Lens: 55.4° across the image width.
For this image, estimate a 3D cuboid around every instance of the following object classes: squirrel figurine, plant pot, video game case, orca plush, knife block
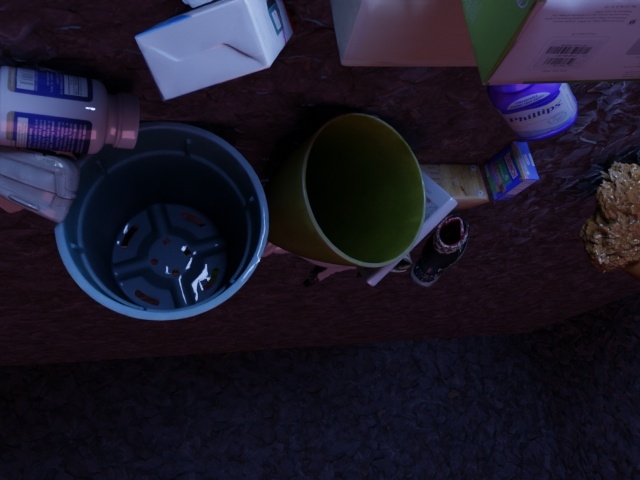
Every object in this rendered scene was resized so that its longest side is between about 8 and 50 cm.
[{"bbox_3d":[0.844,-0.069,1.456,0.397,0.280,0.370,-2,153,-24],"label":"squirrel figurine"},{"bbox_3d":[0.002,-0.069,1.178,0.275,0.274,0.294,6,168,-34],"label":"plant pot"},{"bbox_3d":[0.140,-0.044,1.224,0.227,0.206,0.026,-46,124,10],"label":"video game case"},{"bbox_3d":[0.067,0.032,1.639,0.287,0.102,0.151,-34,136,-13],"label":"orca plush"},{"bbox_3d":[-0.287,-0.001,1.153,0.342,0.340,0.334,-3,167,-12],"label":"plant pot"},{"bbox_3d":[0.213,-0.085,1.415,0.276,0.088,0.242,-2,160,-16],"label":"knife block"}]

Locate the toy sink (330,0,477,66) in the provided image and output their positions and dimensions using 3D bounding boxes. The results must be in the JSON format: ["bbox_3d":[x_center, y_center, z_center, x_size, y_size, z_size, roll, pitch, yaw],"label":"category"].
[{"bbox_3d":[0.137,-0.303,0.707,0.234,0.152,0.131,-3,159,-12],"label":"toy sink"}]

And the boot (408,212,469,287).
[{"bbox_3d":[0.310,-0.008,1.429,0.236,0.085,0.178,-45,166,-33],"label":"boot"}]

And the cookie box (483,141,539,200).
[{"bbox_3d":[0.410,-0.148,1.315,0.040,0.091,0.107,-2,159,-24],"label":"cookie box"}]

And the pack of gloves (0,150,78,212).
[{"bbox_3d":[-0.526,-0.135,1.093,0.195,0.046,0.232,-19,163,-4],"label":"pack of gloves"}]

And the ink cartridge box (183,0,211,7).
[{"bbox_3d":[-0.065,-0.347,0.581,0.237,0.100,0.172,-14,159,15],"label":"ink cartridge box"}]

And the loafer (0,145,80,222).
[{"bbox_3d":[-0.529,-0.110,0.917,0.320,0.111,0.112,16,-173,-1],"label":"loafer"}]

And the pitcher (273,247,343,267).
[{"bbox_3d":[0.000,0.000,1.513,0.207,0.125,0.178,5,-177,19],"label":"pitcher"}]

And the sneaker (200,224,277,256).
[{"bbox_3d":[-0.205,-0.007,1.444,0.253,0.102,0.111,-18,159,22],"label":"sneaker"}]

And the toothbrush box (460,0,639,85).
[{"bbox_3d":[0.237,-0.297,0.569,0.207,0.283,0.122,-5,161,-10],"label":"toothbrush box"}]

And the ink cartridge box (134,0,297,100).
[{"bbox_3d":[-0.113,-0.255,0.739,0.134,0.231,0.077,-14,118,14],"label":"ink cartridge box"}]

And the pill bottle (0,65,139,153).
[{"bbox_3d":[-0.367,-0.184,0.889,0.187,0.111,0.112,3,157,-27],"label":"pill bottle"}]

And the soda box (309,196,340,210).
[{"bbox_3d":[0.017,-0.097,1.351,0.183,0.058,0.063,-20,157,31],"label":"soda box"}]

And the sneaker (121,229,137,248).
[{"bbox_3d":[-0.495,0.004,1.413,0.086,0.064,0.192,-27,156,30],"label":"sneaker"}]

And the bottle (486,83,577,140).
[{"bbox_3d":[0.337,-0.254,0.996,0.118,0.092,0.283,-18,158,28],"label":"bottle"}]

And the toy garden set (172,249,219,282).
[{"bbox_3d":[-0.318,0.059,1.664,0.204,0.049,0.244,2,159,-29],"label":"toy garden set"}]

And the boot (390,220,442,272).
[{"bbox_3d":[0.213,-0.003,1.513,0.214,0.165,0.077,-5,140,-5],"label":"boot"}]
